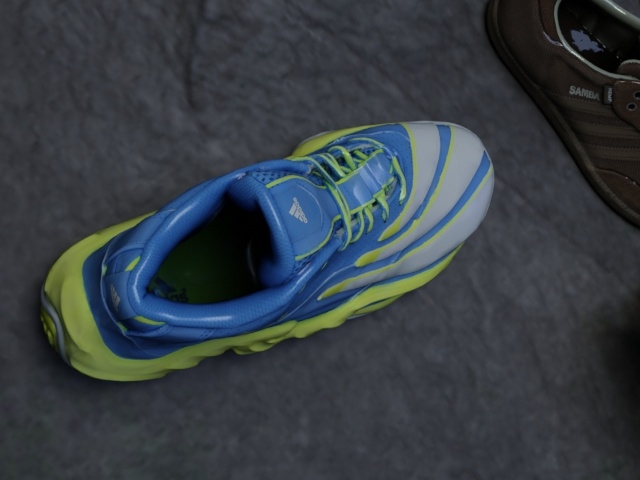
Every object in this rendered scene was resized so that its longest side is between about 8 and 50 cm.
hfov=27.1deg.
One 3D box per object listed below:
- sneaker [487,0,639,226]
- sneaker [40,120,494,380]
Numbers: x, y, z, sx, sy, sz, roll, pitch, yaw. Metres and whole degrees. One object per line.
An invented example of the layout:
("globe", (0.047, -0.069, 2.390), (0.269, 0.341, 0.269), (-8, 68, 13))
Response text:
("sneaker", (0.167, -0.069, 0.703), (0.188, 0.071, 0.066), (42, 68, -12))
("sneaker", (0.000, 0.000, 0.588), (0.240, 0.126, 0.091), (-25, 93, -24))
